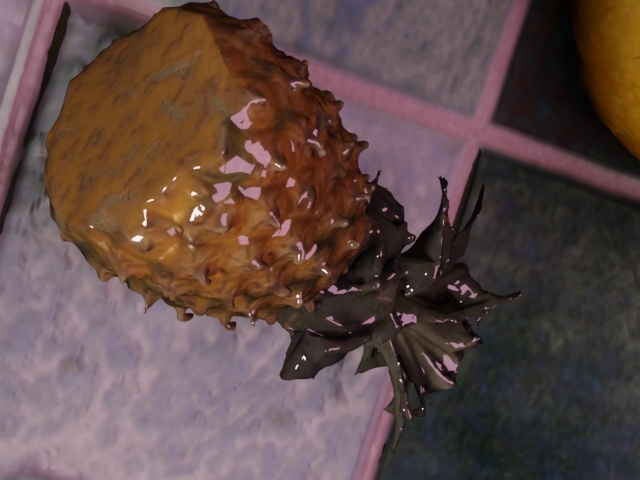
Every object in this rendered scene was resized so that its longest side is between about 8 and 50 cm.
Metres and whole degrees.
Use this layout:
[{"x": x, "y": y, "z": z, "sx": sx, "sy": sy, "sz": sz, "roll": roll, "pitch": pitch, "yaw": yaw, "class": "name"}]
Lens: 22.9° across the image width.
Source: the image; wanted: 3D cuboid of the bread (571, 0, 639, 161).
[{"x": 0.303, "y": -0.146, "z": 0.794, "sx": 0.398, "sy": 0.215, "sz": 0.398, "roll": -15, "pitch": 114, "yaw": -37, "class": "bread"}]

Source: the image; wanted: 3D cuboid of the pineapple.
[{"x": 0.000, "y": 0.000, "z": 0.643, "sx": 0.251, "sy": 0.125, "sz": 0.125, "roll": 38, "pitch": 78, "yaw": -50, "class": "pineapple"}]
